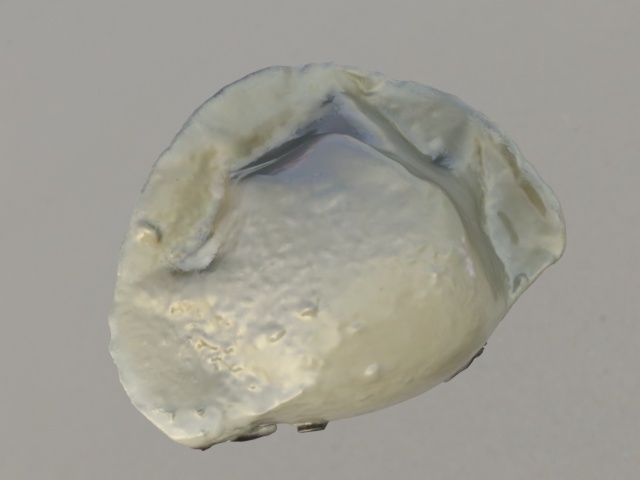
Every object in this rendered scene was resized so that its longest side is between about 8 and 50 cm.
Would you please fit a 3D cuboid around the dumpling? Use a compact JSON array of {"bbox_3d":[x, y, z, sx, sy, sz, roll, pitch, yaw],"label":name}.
[{"bbox_3d":[0.003,-0.002,0.880,0.243,0.227,0.175,-23,-4,-45],"label":"dumpling"}]
